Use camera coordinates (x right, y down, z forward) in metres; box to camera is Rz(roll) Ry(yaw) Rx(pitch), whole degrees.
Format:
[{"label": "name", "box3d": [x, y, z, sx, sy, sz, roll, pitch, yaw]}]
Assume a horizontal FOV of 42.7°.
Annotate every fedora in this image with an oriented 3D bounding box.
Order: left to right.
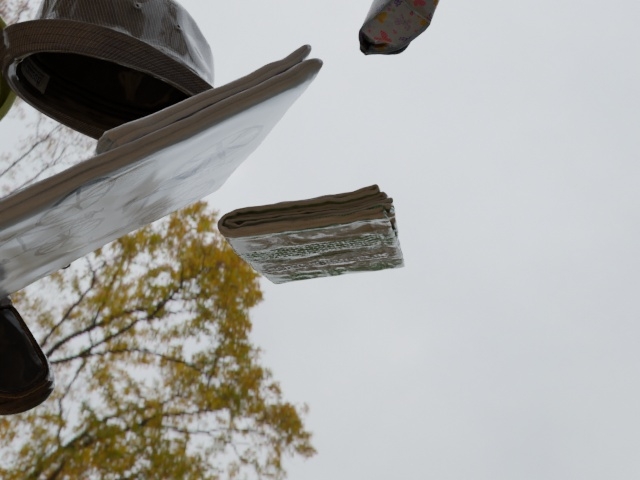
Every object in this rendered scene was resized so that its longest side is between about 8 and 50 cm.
[{"label": "fedora", "box3d": [-0.209, -0.198, 0.907, 0.275, 0.124, 0.244, 21, -21, -29]}]

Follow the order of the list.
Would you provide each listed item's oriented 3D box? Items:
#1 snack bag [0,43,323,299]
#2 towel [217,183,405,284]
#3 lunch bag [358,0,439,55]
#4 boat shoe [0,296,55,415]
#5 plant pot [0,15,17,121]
[{"label": "snack bag", "box3d": [-0.188, -0.027, 0.667, 0.343, 0.323, 0.037, -30, -90, -24]}, {"label": "towel", "box3d": [0.000, 0.000, 0.577, 0.113, 0.023, 0.152, -7, -16, 8]}, {"label": "lunch bag", "box3d": [0.073, -0.212, 0.749, 0.053, 0.071, 0.083, 34, -31, -20]}, {"label": "boat shoe", "box3d": [-0.473, 0.078, 1.037, 0.355, 0.132, 0.130, 38, -42, 17]}, {"label": "plant pot", "box3d": [-0.568, -0.182, 1.095, 0.276, 0.276, 0.254, 28, -36, -17]}]
